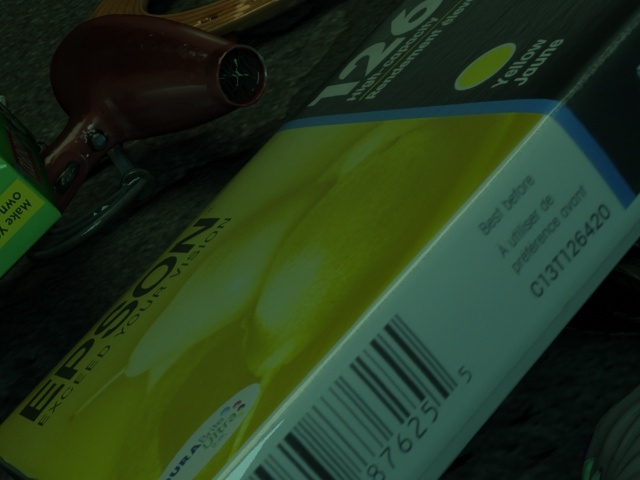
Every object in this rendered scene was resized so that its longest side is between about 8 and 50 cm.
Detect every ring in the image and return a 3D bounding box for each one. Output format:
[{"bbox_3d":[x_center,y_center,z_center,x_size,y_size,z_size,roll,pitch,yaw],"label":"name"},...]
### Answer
[{"bbox_3d":[-0.046,-0.237,1.231,0.337,0.032,0.336,-24,26,13],"label":"ring"}]

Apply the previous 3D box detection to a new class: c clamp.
[{"bbox_3d":[-0.151,-0.044,0.990,0.137,0.022,0.160,-30,26,0],"label":"c clamp"}]

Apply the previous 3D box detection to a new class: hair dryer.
[{"bbox_3d":[-0.149,-0.047,0.924,0.293,0.080,0.223,-31,42,25],"label":"hair dryer"}]

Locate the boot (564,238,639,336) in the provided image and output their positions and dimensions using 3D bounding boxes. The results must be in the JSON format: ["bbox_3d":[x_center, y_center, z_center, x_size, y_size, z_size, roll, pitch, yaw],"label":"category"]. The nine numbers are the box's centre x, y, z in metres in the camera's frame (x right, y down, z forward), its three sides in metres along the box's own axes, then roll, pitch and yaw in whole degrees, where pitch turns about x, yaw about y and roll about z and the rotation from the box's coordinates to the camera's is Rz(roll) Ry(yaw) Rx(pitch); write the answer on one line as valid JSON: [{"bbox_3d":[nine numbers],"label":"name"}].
[{"bbox_3d":[0.193,-0.046,0.555,0.229,0.091,0.263,-42,9,-27],"label":"boot"}]

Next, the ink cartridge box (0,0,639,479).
[{"bbox_3d":[0.000,0.000,0.602,0.303,0.072,0.307,-48,22,-17],"label":"ink cartridge box"}]

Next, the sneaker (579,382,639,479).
[{"bbox_3d":[0.108,0.094,0.438,0.098,0.083,0.224,-28,12,47],"label":"sneaker"}]

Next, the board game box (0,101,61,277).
[{"bbox_3d":[-0.274,0.060,0.791,0.317,0.046,0.213,-45,22,1],"label":"board game box"}]
